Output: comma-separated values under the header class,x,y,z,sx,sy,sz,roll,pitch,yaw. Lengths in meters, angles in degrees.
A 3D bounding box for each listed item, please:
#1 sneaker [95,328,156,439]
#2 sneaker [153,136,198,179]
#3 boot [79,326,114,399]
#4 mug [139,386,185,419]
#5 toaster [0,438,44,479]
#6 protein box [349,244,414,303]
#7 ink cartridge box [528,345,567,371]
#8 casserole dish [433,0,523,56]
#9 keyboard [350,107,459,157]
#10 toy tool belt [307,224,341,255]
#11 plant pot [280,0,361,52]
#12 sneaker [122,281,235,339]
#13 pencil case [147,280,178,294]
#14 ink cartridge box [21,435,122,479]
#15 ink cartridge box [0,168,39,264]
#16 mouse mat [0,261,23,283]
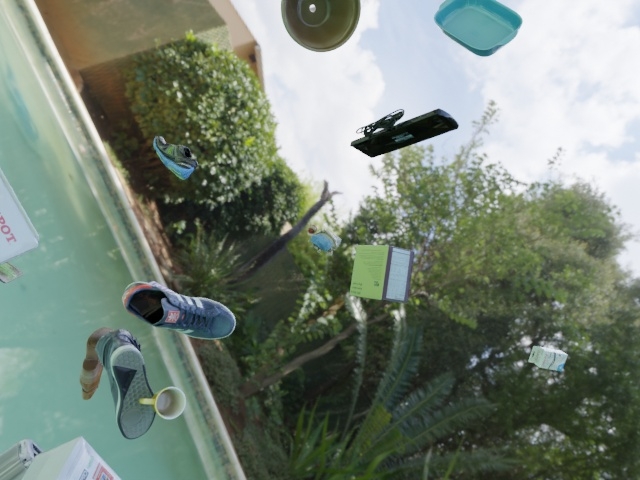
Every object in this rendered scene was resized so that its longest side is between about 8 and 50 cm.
class,x,y,z,sx,sy,sz,roll,pitch,yaw
sneaker,-0.429,0.304,1.095,0.163,0.086,0.226,23,-62,51
sneaker,-0.413,-0.242,1.424,0.188,0.078,0.067,40,-19,31
boot,-0.705,0.383,1.560,0.197,0.072,0.152,-85,-166,-55
mug,-0.323,0.328,1.024,0.078,0.062,0.064,46,-33,-17
toaster,-0.702,0.571,1.158,0.129,0.146,0.227,15,-42,56
protein box,0.235,0.128,1.916,0.199,0.135,0.201,-1,-101,57
ink cartridge box,0.583,0.303,1.278,0.028,0.083,0.048,-127,-130,-75
casserole dish,0.311,-0.428,0.992,0.188,0.114,0.037,52,-3,33
keyboard,0.142,-0.204,0.898,0.192,0.100,0.038,-14,-112,38
toy tool belt,0.000,0.000,1.108,0.083,0.051,0.052,30,-41,12
plant pot,-0.010,-0.684,1.468,0.110,0.237,0.237,-126,-161,-58
sneaker,-0.423,0.224,1.492,0.148,0.349,0.131,-171,-82,-76
pencil case,-0.523,0.213,1.699,0.206,0.088,0.086,22,-40,23
ink cartridge box,-0.506,0.615,0.993,0.272,0.130,0.309,61,10,-22
ink cartridge box,-0.823,-0.020,0.982,0.160,0.384,0.279,-10,-73,48
mouse mat,-0.817,0.029,1.206,0.190,0.007,0.152,47,-8,-15
